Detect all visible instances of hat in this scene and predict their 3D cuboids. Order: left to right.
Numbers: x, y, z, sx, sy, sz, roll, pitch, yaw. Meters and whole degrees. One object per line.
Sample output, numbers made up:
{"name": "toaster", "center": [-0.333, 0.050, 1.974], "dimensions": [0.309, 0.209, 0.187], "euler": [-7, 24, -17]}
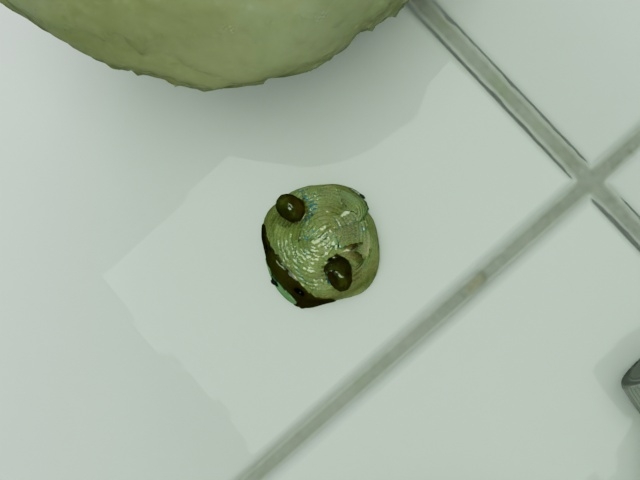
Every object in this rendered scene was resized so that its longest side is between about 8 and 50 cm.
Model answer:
{"name": "hat", "center": [-0.001, 0.000, 0.526], "dimensions": [0.076, 0.059, 0.077], "euler": [-16, 79, 0]}

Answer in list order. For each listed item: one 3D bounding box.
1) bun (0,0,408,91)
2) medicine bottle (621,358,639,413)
{"name": "bun", "center": [-0.057, -0.264, 0.467], "dimensions": [0.349, 0.227, 0.352], "euler": [-37, 85, 2]}
{"name": "medicine bottle", "center": [0.267, 0.137, 0.467], "dimensions": [0.132, 0.088, 0.188], "euler": [-35, 82, 3]}
